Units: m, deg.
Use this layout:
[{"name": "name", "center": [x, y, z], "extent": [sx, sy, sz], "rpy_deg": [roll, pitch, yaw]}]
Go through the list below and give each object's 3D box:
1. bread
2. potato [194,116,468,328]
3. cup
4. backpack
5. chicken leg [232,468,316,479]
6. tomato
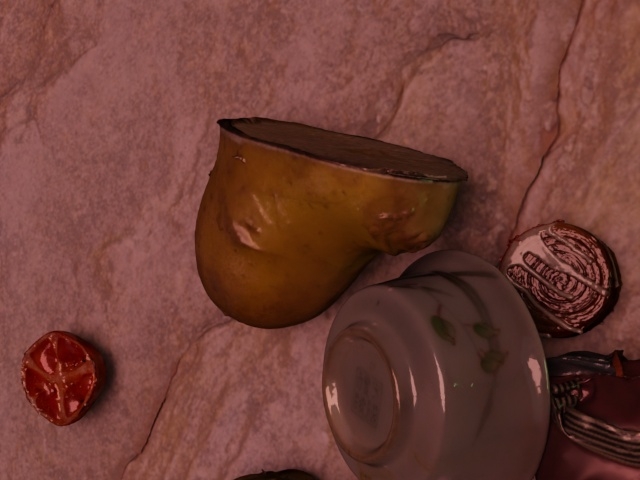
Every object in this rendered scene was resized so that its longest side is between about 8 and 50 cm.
[{"name": "bread", "center": [0.310, 0.053, 1.386], "extent": [0.160, 0.073, 0.161], "rpy_deg": [-1, 89, 26]}, {"name": "potato", "center": [0.000, 0.000, 1.446], "extent": [0.397, 0.290, 0.296], "rpy_deg": [20, 106, 30]}, {"name": "cup", "center": [0.113, 0.187, 1.341], "extent": [0.347, 0.163, 0.347], "rpy_deg": [4, 95, 57]}, {"name": "backpack", "center": [0.408, 0.269, 1.261], "extent": [0.317, 0.197, 0.283], "rpy_deg": [-7, 84, 25]}, {"name": "chicken leg", "center": [-0.019, 0.400, 1.434], "extent": [0.429, 0.201, 0.153], "rpy_deg": [-13, 106, 49]}, {"name": "tomato", "center": [-0.414, 0.221, 1.732], "extent": [0.155, 0.069, 0.156], "rpy_deg": [0, 91, 24]}]
